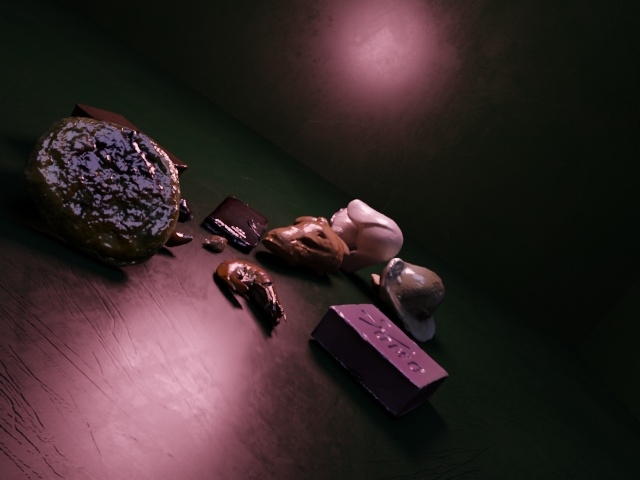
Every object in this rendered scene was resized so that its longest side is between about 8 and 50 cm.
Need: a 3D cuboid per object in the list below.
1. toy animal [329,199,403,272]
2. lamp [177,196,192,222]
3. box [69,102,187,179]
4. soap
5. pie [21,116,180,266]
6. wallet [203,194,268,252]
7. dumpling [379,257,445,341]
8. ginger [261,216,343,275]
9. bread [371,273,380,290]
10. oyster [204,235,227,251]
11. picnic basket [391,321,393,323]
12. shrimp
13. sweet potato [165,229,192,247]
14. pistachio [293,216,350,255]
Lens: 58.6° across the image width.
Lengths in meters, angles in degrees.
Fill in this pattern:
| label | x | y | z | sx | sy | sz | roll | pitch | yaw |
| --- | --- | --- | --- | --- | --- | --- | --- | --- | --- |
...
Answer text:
| label | x | y | z | sx | sy | sz | roll | pitch | yaw |
| --- | --- | --- | --- | --- | --- | --- | --- | --- | --- |
| toy animal | 0.154 | -0.024 | 2.088 | 0.174 | 0.289 | 0.249 | -8 | 81 | -61 |
| lamp | -0.435 | -0.142 | 1.259 | 0.313 | 0.182 | 0.182 | 25 | 12 | 9 |
| box | -0.511 | -0.210 | 1.463 | 0.273 | 0.143 | 0.184 | 37 | 14 | 13 |
| soap | 0.157 | 0.292 | 1.444 | 0.296 | 0.107 | 0.285 | 42 | 13 | 22 |
| pie | -0.419 | -0.112 | 1.145 | 0.323 | 0.070 | 0.323 | 14 | 66 | -34 |
| wallet | -0.253 | -0.057 | 1.767 | 0.172 | 0.045 | 0.318 | 32 | 15 | -6 |
| dumpling | 0.323 | 0.185 | 1.983 | 0.320 | 0.212 | 0.270 | 18 | 22 | -21 |
| ginger | -0.045 | 0.018 | 1.799 | 0.126 | 0.190 | 0.354 | 9 | 4 | 39 |
| bread | 0.246 | 0.177 | 2.177 | 0.126 | 0.044 | 0.129 | 24 | 19 | -14 |
| oyster | -0.281 | -0.004 | 1.531 | 0.080 | 0.038 | 0.083 | 22 | 20 | -37 |
| picnic basket | 0.192 | 0.278 | 1.667 | 0.110 | 0.055 | 0.193 | 21 | 20 | -43 |
| shrimp | -0.159 | 0.117 | 1.372 | 0.150 | 0.068 | 0.248 | 2 | 28 | -44 |
| sweet potato | -0.404 | -0.027 | 1.267 | 0.273 | 0.067 | 0.067 | 18 | 21 | -46 |
| pistachio | 0.000 | 0.000 | 1.997 | 0.226 | 0.136 | 0.136 | 36 | 13 | -8 |
